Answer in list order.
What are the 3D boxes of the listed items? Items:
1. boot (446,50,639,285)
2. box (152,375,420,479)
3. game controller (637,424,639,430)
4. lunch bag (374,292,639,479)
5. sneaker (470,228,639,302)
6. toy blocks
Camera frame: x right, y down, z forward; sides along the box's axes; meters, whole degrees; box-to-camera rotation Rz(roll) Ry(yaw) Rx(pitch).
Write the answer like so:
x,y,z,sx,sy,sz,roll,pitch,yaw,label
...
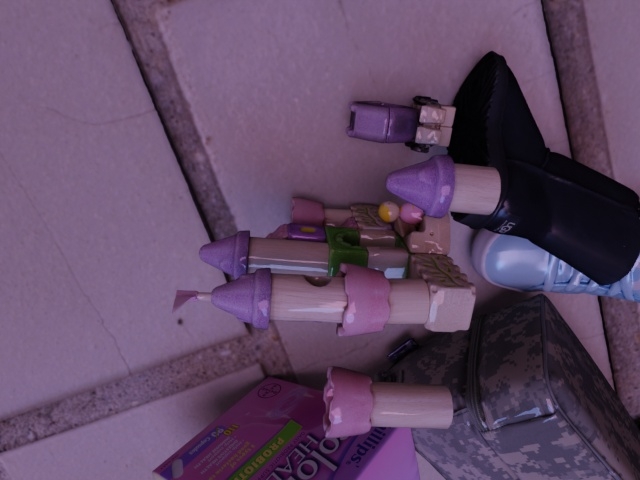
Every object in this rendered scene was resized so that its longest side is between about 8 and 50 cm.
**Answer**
x,y,z,sx,sy,sz,roll,pitch,yaw,label
0.254,-0.083,0.571,0.207,0.247,0.094,20,146,-15,boot
-0.038,0.295,0.612,0.242,0.213,0.118,3,113,40,box
0.591,0.405,0.796,0.166,0.067,0.319,-30,106,-7,game controller
0.248,0.253,0.660,0.256,0.213,0.305,-32,106,30,lunch bag
0.383,0.018,0.619,0.365,0.150,0.135,-4,106,1,sneaker
0.000,0.000,0.537,0.259,0.289,0.309,5,110,-5,toy blocks
